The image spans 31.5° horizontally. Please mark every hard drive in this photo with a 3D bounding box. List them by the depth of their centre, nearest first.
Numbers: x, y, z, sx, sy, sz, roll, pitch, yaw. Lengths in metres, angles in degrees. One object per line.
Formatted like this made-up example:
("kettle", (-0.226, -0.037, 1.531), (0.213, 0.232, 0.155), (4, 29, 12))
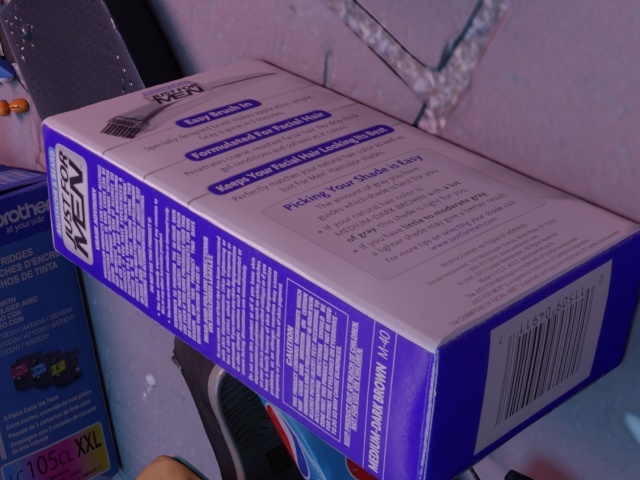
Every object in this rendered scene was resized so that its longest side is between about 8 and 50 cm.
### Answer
("hard drive", (-0.174, -0.112, 0.948), (0.172, 0.054, 0.254), (-29, 85, 51))

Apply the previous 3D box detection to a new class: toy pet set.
("toy pet set", (-0.319, -0.174, 1.076), (0.114, 0.065, 0.122), (4, 111, 48))

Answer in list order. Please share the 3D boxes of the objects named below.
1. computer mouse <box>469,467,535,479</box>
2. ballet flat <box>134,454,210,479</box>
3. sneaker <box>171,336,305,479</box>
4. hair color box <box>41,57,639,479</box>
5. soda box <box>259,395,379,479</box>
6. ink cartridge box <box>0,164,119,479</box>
("computer mouse", (0.119, 0.155, 0.761), (0.242, 0.041, 0.071), (45, 159, 32))
("ballet flat", (-0.062, 0.239, 0.846), (0.232, 0.073, 0.080), (21, 131, 36))
("sneaker", (-0.055, 0.165, 0.942), (0.118, 0.083, 0.222), (36, 141, 58))
("hair color box", (0.000, 0.000, 0.698), (0.339, 0.185, 0.110), (31, 130, 37))
("soda box", (0.007, 0.125, 0.819), (0.210, 0.071, 0.067), (61, 162, 4))
("ink cartridge box", (-0.376, 0.063, 1.193), (0.270, 0.151, 0.395), (11, 114, 46))
